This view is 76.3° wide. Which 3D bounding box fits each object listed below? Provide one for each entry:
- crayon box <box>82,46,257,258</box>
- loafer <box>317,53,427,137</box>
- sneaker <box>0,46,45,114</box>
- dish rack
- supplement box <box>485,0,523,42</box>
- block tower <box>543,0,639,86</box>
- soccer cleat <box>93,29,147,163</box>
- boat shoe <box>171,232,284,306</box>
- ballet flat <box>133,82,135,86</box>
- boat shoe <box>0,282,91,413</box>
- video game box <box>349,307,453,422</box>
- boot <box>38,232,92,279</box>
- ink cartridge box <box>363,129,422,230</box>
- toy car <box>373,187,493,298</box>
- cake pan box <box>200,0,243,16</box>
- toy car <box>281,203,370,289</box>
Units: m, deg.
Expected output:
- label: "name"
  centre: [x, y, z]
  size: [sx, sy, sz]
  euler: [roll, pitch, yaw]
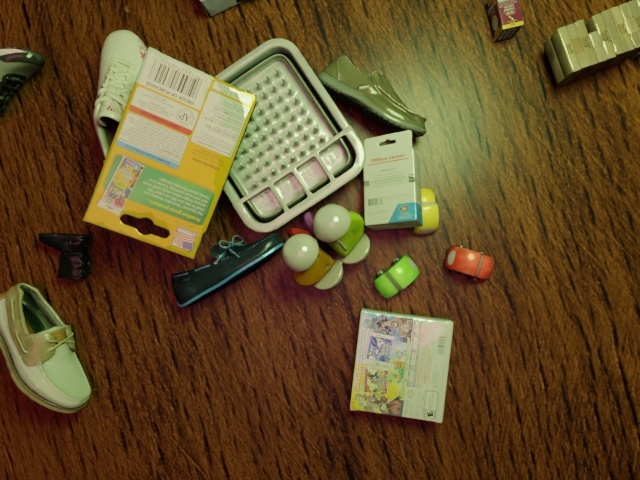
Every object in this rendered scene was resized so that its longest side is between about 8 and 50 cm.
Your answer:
- label: "crayon box"
  centre: [-0.272, -0.153, 0.760]
  size: [0.203, 0.083, 0.323]
  euler: [21, 90, -13]
- label: "loafer"
  centre: [0.114, -0.295, 0.821]
  size: [0.251, 0.094, 0.087]
  euler: [33, 96, 4]
- label: "sneaker"
  centre: [-0.713, -0.333, 0.894]
  size: [0.271, 0.100, 0.108]
  euler: [-25, 97, 9]
- label: "dish rack"
  centre: [-0.097, -0.212, 0.848]
  size: [0.285, 0.072, 0.333]
  euler: [-33, 87, 4]
- label: "supplement box"
  centre: [0.372, -0.458, 0.824]
  size: [0.043, 0.055, 0.083]
  euler: [-12, 87, 4]
- label: "block tower"
  centre: [0.613, -0.409, 0.787]
  size: [0.335, 0.091, 0.097]
  euler: [-18, 88, 3]
- label: "soccer cleat"
  centre: [-0.401, -0.289, 0.836]
  size: [0.115, 0.143, 0.332]
  euler: [-8, 89, 3]
- label: "boat shoe"
  centre: [-0.201, 0.045, 0.836]
  size: [0.258, 0.109, 0.089]
  euler: [-29, 84, 1]
- label: "ballet flat"
  centre: [-0.316, -0.238, 0.839]
  size: [0.070, 0.070, 0.189]
  euler: [-10, 123, 4]
- label: "boat shoe"
  centre: [-0.584, 0.223, 0.858]
  size: [0.103, 0.113, 0.302]
  euler: [-44, 85, 8]
- label: "video game box"
  centre: [0.162, 0.252, 0.832]
  size: [0.186, 0.048, 0.205]
  euler: [7, 89, 3]
- label: "boot"
  centre: [-0.563, 0.034, 0.895]
  size: [0.121, 0.045, 0.099]
  euler: [5, 93, 4]
- label: "ink cartridge box"
  centre: [0.143, -0.116, 0.809]
  size: [0.104, 0.060, 0.180]
  euler: [-5, 78, 27]
- label: "toy car"
  centre: [0.206, 0.037, 0.829]
  size: [0.225, 0.053, 0.239]
  euler: [-40, 86, 3]
- label: "cake pan box"
  centre: [-0.180, -0.646, 0.865]
  size: [0.245, 0.070, 0.267]
  euler: [-21, 88, 6]
- label: "toy car"
  centre: [0.000, 0.000, 0.815]
  size: [0.182, 0.159, 0.136]
  euler: [-44, 50, 3]
